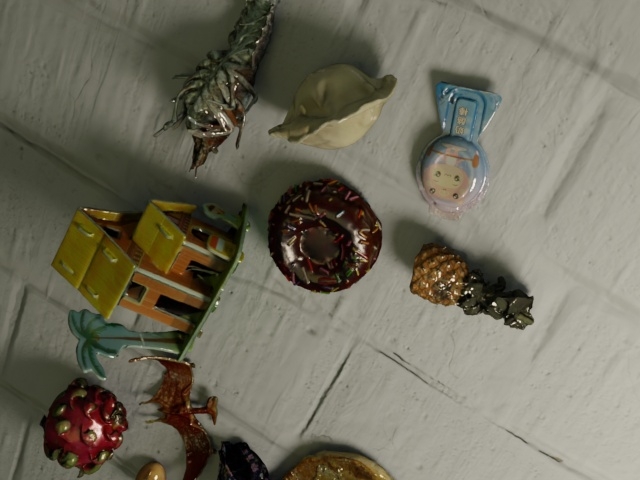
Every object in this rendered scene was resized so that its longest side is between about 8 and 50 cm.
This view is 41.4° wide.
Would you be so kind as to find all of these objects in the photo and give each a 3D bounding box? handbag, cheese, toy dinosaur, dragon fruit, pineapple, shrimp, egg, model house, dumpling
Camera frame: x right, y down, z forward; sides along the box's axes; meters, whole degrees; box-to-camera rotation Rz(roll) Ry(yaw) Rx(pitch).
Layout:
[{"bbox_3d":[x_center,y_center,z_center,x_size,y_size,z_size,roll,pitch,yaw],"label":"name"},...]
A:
[{"bbox_3d":[-0.173,0.567,1.869,0.126,0.229,0.208,0,114,-23],"label":"handbag"},{"bbox_3d":[0.241,-0.152,1.507,0.135,0.052,0.245,15,114,16],"label":"cheese"},{"bbox_3d":[-0.331,0.409,1.911,0.206,0.113,0.328,20,117,14],"label":"toy dinosaur"},{"bbox_3d":[-0.552,0.429,1.975,0.198,0.272,0.219,-19,98,-19],"label":"dragon fruit"},{"bbox_3d":[0.280,0.092,1.545,0.237,0.119,0.111,23,129,12],"label":"pineapple"},{"bbox_3d":[-0.184,-0.303,1.576,0.221,0.166,0.411,46,109,39],"label":"shrimp"},{"bbox_3d":[-0.401,0.566,2.019,0.071,0.071,0.083,35,105,7],"label":"egg"},{"bbox_3d":[-0.344,0.063,1.614,0.323,0.340,0.300,24,121,-12],"label":"model house"},{"bbox_3d":[0.017,-0.228,1.492,0.258,0.193,0.147,-18,106,23],"label":"dumpling"}]

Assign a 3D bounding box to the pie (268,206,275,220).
[{"bbox_3d":[-0.065,-0.037,1.692,0.084,0.020,0.085,7,113,18],"label":"pie"}]

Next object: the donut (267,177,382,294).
[{"bbox_3d":[0.000,0.000,1.629,0.234,0.089,0.235,6,117,12],"label":"donut"}]

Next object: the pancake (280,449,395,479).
[{"bbox_3d":[0.050,0.612,1.858,0.355,0.065,0.356,7,110,21],"label":"pancake"}]
